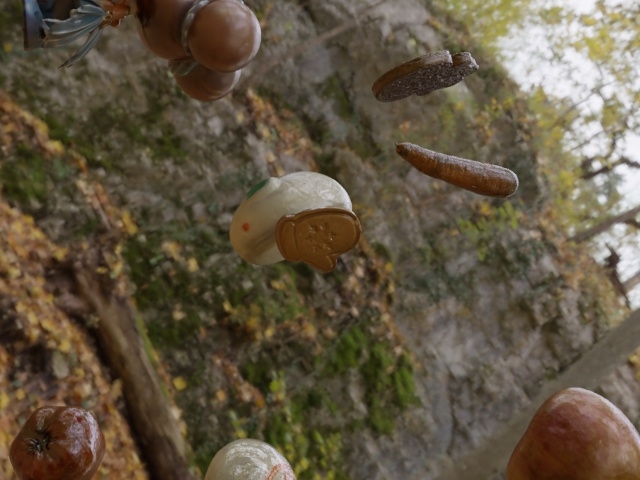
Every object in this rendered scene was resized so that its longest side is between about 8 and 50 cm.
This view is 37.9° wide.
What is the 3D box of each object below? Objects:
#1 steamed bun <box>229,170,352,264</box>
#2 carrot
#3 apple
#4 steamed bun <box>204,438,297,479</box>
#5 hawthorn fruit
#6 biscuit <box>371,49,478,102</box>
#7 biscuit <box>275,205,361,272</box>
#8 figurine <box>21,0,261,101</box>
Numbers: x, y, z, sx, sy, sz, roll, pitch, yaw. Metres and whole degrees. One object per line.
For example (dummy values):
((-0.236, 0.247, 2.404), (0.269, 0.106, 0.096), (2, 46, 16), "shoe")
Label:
((-0.061, -0.049, 1.657), (0.130, 0.228, 0.177), (61, -25, 14), "steamed bun")
((0.232, -0.121, 1.601), (0.059, 0.248, 0.059), (-165, -90, -70), "carrot")
((0.520, 0.461, 1.835), (0.301, 0.302, 0.301), (49, -25, 33), "apple")
((-0.115, 0.483, 1.713), (0.145, 0.232, 0.231), (-1, -57, 22), "steamed bun")
((-0.447, 0.376, 1.645), (0.162, 0.163, 0.203), (53, -4, 26), "hawthorn fruit")
((0.145, -0.232, 1.303), (0.124, 0.175, 0.026), (-29, -101, 46), "biscuit")
((0.000, 0.001, 1.530), (0.023, 0.140, 0.118), (-102, 175, -67), "biscuit")
((-0.314, -0.386, 1.612), (0.277, 0.388, 0.248), (155, -68, -70), "figurine")
